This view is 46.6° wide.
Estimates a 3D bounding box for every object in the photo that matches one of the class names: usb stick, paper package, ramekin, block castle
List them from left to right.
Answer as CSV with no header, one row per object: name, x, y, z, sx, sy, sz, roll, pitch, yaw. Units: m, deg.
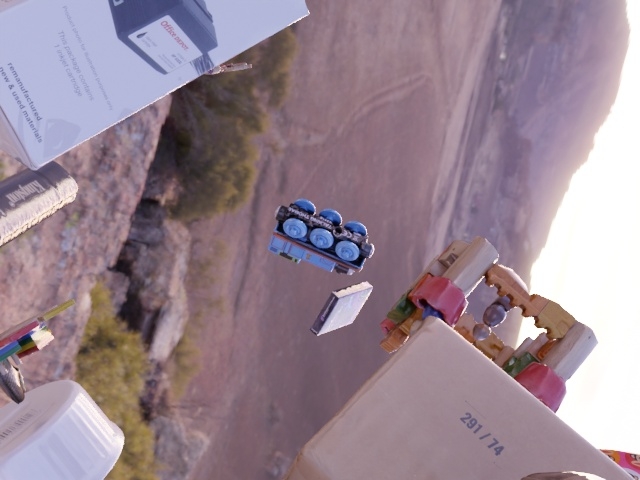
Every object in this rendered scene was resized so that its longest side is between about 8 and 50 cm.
usb stick,-0.410,-0.053,1.018,0.045,0.077,0.278,-33,-168,13
ramekin,-0.493,0.364,1.275,0.135,0.277,0.277,63,31,-19
paper package,0.152,0.304,0.882,0.309,0.325,0.168,-36,160,-41
block castle,0.274,0.194,1.387,0.213,0.303,0.453,-47,173,-13

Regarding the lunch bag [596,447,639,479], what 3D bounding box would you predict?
lunch bag,0.601,0.505,1.345,0.258,0.293,0.120,-57,150,-64

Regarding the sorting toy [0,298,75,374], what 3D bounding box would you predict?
sorting toy,-0.447,0.156,1.075,0.046,0.274,0.132,60,36,-8

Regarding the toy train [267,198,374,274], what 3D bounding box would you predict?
toy train,0.000,0.000,1.303,0.105,0.184,0.080,114,0,-47

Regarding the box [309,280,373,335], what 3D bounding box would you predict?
box,0.051,0.160,1.756,0.162,0.029,0.116,-9,134,-55

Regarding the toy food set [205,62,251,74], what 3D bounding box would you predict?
toy food set,-0.214,-0.379,1.627,0.078,0.122,0.019,-127,-154,-70

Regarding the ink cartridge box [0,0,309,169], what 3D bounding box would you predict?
ink cartridge box,-0.204,-0.218,0.703,0.307,0.223,0.129,-37,128,-25

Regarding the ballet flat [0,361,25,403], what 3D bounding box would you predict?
ballet flat,-0.544,0.166,1.230,0.058,0.084,0.250,-38,123,-34

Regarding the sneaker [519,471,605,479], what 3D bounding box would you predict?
sneaker,0.172,0.186,0.374,0.066,0.188,0.071,-41,-178,-14
